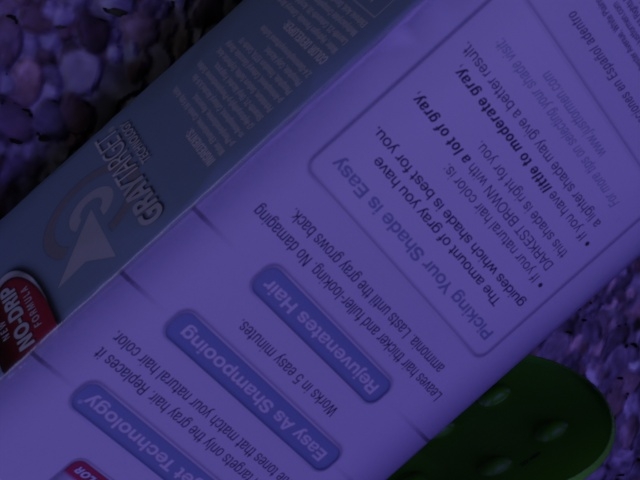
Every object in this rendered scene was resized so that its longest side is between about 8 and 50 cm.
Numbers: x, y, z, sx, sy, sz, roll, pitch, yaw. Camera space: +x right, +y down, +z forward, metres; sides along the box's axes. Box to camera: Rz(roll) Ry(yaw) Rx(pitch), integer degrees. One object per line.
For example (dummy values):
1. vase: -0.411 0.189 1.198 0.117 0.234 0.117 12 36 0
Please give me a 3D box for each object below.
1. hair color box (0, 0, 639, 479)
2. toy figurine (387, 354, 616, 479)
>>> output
1. hair color box: 0.000 0.000 0.629 0.374 0.113 0.185 -42 126 2
2. toy figurine: 0.088 0.175 0.809 0.173 0.130 0.159 -26 127 -33
